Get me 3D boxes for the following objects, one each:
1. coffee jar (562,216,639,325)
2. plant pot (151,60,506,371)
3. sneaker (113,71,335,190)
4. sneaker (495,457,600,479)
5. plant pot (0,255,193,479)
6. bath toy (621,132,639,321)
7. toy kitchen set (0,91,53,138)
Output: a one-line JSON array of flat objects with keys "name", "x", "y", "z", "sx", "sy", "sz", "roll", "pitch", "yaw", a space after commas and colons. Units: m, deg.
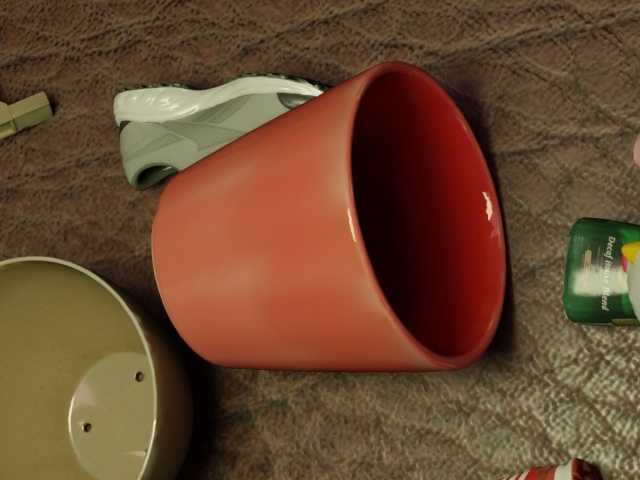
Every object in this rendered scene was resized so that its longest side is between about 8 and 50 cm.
[{"name": "coffee jar", "x": 0.307, "y": 0.033, "z": 1.579, "sx": 0.184, "sy": 0.079, "sz": 0.096, "roll": 4, "pitch": 84, "yaw": 25}, {"name": "plant pot", "x": 0.000, "y": 0.000, "z": 1.646, "sx": 0.243, "sy": 0.275, "sz": 0.275, "roll": -14, "pitch": 76, "yaw": 33}, {"name": "sneaker", "x": -0.080, "y": -0.104, "z": 1.777, "sx": 0.271, "sy": 0.100, "sz": 0.108, "roll": -6, "pitch": 81, "yaw": 31}, {"name": "sneaker", "x": 0.191, "y": 0.309, "z": 1.602, "sx": 0.128, "sy": 0.087, "sz": 0.221, "roll": -14, "pitch": 64, "yaw": 32}, {"name": "plant pot", "x": -0.233, "y": 0.168, "z": 1.752, "sx": 0.284, "sy": 0.191, "sz": 0.284, "roll": -4, "pitch": 80, "yaw": 24}, {"name": "bath toy", "x": 0.328, "y": -0.083, "z": 1.504, "sx": 0.151, "sy": 0.129, "sz": 0.348, "roll": 10, "pitch": 67, "yaw": 28}, {"name": "toy kitchen set", "x": -0.333, "y": -0.150, "z": 1.935, "sx": 0.075, "sy": 0.068, "sz": 0.083, "roll": -24, "pitch": 70, "yaw": -9}]
